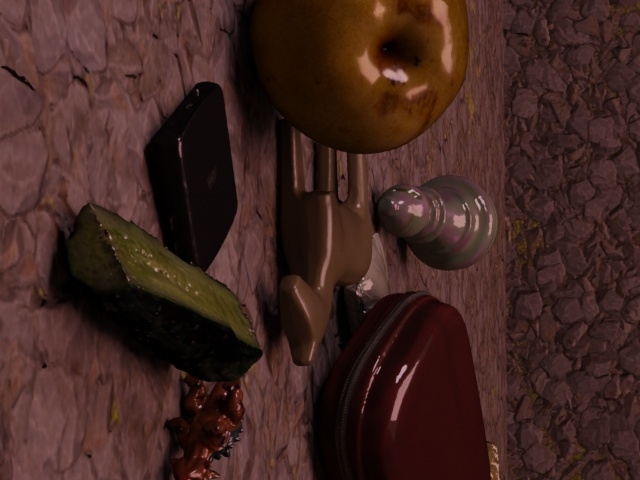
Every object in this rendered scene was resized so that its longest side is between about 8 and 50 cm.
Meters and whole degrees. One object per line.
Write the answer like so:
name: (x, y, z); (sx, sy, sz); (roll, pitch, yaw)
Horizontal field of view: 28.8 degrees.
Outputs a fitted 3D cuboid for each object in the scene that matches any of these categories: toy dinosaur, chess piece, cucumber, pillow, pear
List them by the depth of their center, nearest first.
cucumber: (-0.112, 0.045, 0.832); (0.078, 0.062, 0.211); (58, 9, 25)
toy dinosaur: (-0.080, 0.133, 0.945); (0.154, 0.049, 0.055); (-67, 149, -47)
pear: (0.035, -0.187, 1.135); (0.209, 0.209, 0.208); (-1, 90, -75)
pillow: (0.065, 0.114, 1.501); (0.128, 0.051, 0.229); (-62, 149, -55)
chess piece: (0.143, -0.035, 1.708); (0.272, 0.139, 0.139); (13, 76, -64)

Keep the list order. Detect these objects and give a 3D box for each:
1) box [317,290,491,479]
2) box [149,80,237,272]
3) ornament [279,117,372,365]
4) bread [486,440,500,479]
box: (0.103, 0.252, 1.442); (0.263, 0.108, 0.404); (-52, 141, -42)
box: (-0.095, -0.046, 0.960); (0.126, 0.027, 0.125); (-67, 155, -60)
ornament: (0.000, 0.000, 1.240); (0.230, 0.061, 0.244); (12, 73, -73)
bread: (0.185, 0.353, 1.762); (0.127, 0.152, 0.147); (2, 87, -86)
